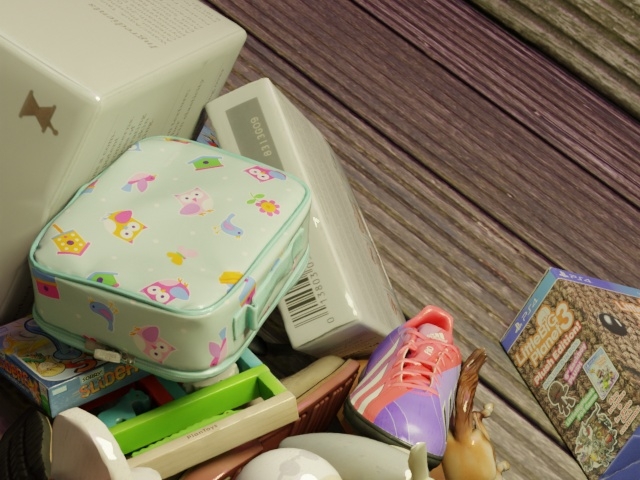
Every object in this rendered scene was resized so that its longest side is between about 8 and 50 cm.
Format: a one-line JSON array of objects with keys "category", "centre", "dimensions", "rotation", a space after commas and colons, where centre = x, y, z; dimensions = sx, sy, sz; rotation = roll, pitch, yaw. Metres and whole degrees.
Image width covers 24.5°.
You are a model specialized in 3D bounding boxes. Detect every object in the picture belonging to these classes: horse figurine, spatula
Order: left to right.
[{"category": "spatula", "centre": [-0.047, 0.122, 1.694], "dimensions": [0.296, 0.030, 0.084], "rotation": [19, 41, -53]}, {"category": "horse figurine", "centre": [0.177, 0.255, 1.610], "dimensions": [0.066, 0.263, 0.174], "rotation": [-12, 21, 13]}]

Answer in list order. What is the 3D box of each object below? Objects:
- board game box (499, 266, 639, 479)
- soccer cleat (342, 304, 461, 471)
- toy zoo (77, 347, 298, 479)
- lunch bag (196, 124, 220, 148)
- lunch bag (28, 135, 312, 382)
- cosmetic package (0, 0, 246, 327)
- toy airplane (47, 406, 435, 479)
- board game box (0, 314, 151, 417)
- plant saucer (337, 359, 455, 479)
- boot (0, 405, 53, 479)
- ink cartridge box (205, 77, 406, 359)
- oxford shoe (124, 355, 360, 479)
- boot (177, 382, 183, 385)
[{"category": "board game box", "centre": [0.425, 0.196, 2.018], "dimensions": [0.232, 0.141, 0.291], "rotation": [13, 30, -32]}, {"category": "soccer cleat", "centre": [0.096, 0.145, 1.526], "dimensions": [0.109, 0.116, 0.318], "rotation": [30, 9, -1]}, {"category": "toy zoo", "centre": [-0.173, 0.133, 1.473], "dimensions": [0.192, 0.030, 0.293], "rotation": [-22, 33, -22]}, {"category": "lunch bag", "centre": [-0.185, -0.118, 1.997], "dimensions": [0.221, 0.138, 0.293], "rotation": [43, 19, 32]}, {"category": "lunch bag", "centre": [-0.137, 0.018, 1.440], "dimensions": [0.224, 0.107, 0.279], "rotation": [19, 39, 15]}, {"category": "cosmetic package", "centre": [-0.343, -0.144, 1.613], "dimensions": [0.327, 0.329, 0.394], "rotation": [33, 24, 6]}, {"category": "toy airplane", "centre": [-0.070, 0.245, 1.102], "dimensions": [0.385, 0.272, 0.386], "rotation": [15, 33, -14]}, {"category": "board game box", "centre": [-0.212, 0.096, 1.464], "dimensions": [0.201, 0.035, 0.136], "rotation": [-23, 34, -32]}, {"category": "plant saucer", "centre": [0.099, 0.211, 1.722], "dimensions": [0.200, 0.037, 0.200], "rotation": [34, 25, -18]}, {"category": "boot", "centre": [-0.221, 0.244, 1.352], "dimensions": [0.137, 0.077, 0.198], "rotation": [36, 13, -31]}, {"category": "ink cartridge box", "centre": [0.000, 0.000, 1.809], "dimensions": [0.385, 0.091, 0.308], "rotation": [40, 27, -72]}, {"category": "oxford shoe", "centre": [-0.078, 0.178, 1.527], "dimensions": [0.130, 0.123, 0.348], "rotation": [34, 28, 19]}, {"category": "boot", "centre": [-0.139, 0.145, 1.630], "dimensions": [0.158, 0.059, 0.085], "rotation": [44, 48, 16]}]
